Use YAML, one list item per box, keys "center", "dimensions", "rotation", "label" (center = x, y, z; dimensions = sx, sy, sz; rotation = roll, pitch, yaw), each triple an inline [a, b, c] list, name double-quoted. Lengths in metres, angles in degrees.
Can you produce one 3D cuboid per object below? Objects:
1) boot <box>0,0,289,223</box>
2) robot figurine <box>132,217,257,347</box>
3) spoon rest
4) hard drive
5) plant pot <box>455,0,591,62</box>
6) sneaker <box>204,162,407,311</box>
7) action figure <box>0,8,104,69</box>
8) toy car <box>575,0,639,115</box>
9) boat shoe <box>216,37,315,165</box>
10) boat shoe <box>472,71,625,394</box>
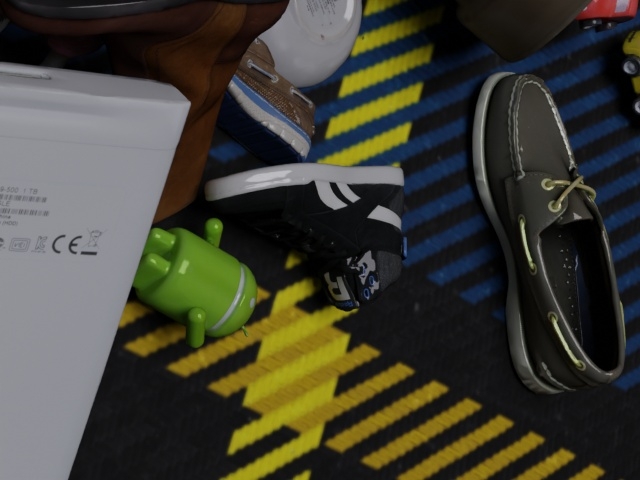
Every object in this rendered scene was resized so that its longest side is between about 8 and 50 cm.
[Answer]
- center: [-0.151, -0.108, 1.242]
  dimensions: [0.096, 0.280, 0.264]
  rotation: [44, 40, 16]
  label: "boot"
- center: [-0.099, 0.034, 1.371]
  dimensions: [0.115, 0.067, 0.101]
  rotation: [32, 45, -29]
  label: "robot figurine"
- center: [-0.042, -0.262, 1.467]
  dimensions: [0.137, 0.084, 0.276]
  rotation: [-35, 117, -35]
  label: "spoon rest"
- center: [-0.242, 0.050, 1.149]
  dimensions: [0.233, 0.047, 0.353]
  rotation: [3, 117, -36]
  label: "hard drive"
- center: [0.156, -0.366, 1.505]
  dimensions: [0.280, 0.323, 0.323]
  rotation: [37, 61, -8]
  label: "plant pot"
- center: [0.000, 0.000, 1.432]
  dimensions: [0.217, 0.079, 0.121]
  rotation: [-3, 85, -46]
  label: "sneaker"
- center: [-0.165, -0.255, 1.256]
  dimensions: [0.248, 0.275, 0.370]
  rotation: [49, 44, -28]
  label: "action figure"
- center: [0.312, -0.255, 1.704]
  dimensions: [0.239, 0.053, 0.225]
  rotation: [46, 45, -47]
  label: "toy car"
- center: [-0.073, -0.135, 1.425]
  dimensions: [0.183, 0.066, 0.066]
  rotation: [42, 55, -36]
  label: "boat shoe"
- center: [0.216, -0.012, 1.600]
  dimensions: [0.109, 0.091, 0.305]
  rotation: [-9, 88, -38]
  label: "boat shoe"
